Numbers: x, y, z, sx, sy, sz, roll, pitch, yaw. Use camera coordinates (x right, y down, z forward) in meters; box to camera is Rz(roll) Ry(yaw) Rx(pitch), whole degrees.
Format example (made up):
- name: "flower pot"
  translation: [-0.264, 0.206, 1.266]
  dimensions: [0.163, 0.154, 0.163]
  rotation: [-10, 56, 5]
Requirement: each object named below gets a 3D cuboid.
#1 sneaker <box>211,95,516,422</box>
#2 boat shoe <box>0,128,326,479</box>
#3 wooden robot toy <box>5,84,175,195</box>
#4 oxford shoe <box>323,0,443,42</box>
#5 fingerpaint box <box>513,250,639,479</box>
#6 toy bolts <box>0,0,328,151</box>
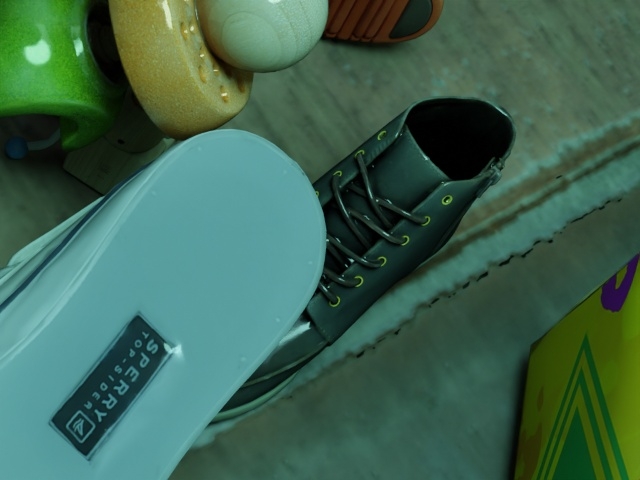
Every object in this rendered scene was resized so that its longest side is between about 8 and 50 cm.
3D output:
- name: "sneaker"
  translation: [0.000, 0.000, 0.951]
  dimensions: [0.083, 0.118, 0.222]
  rotation: [47, 56, 7]
- name: "boat shoe"
  translation: [-0.157, 0.091, 0.824]
  dimensions: [0.136, 0.156, 0.367]
  rotation: [48, 59, -15]
- name: "wooden robot toy"
  translation: [-0.103, -0.067, 0.969]
  dimensions: [0.173, 0.079, 0.076]
  rotation: [32, 56, -4]
- name: "oxford shoe"
  translation: [-0.046, -0.204, 1.062]
  dimensions: [0.271, 0.097, 0.098]
  rotation: [28, 50, -6]
- name: "fingerpaint box"
  translation: [0.306, 0.249, 0.913]
  dimensions: [0.445, 0.163, 0.371]
  rotation: [19, 58, -13]
- name: "toy bolts"
  translation: [-0.106, -0.160, 0.816]
  dimensions: [0.228, 0.158, 0.218]
  rotation: [18, 62, -65]
